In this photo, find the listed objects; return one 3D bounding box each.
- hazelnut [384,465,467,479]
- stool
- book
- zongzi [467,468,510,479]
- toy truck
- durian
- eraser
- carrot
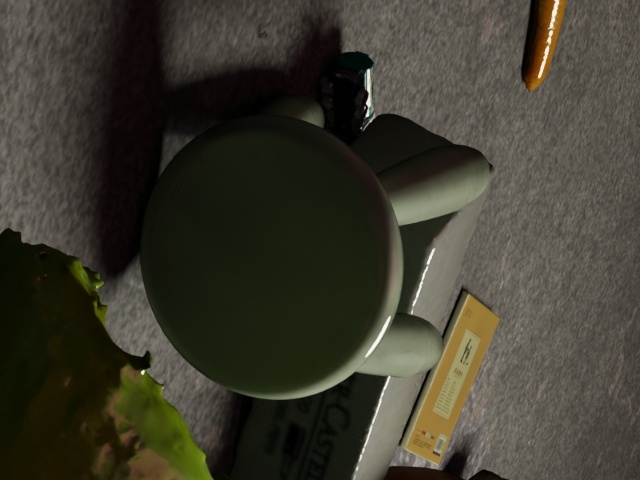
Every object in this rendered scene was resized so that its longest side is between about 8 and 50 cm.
[{"bbox_3d":[0.055,0.376,1.708,0.372,0.315,0.372,-40,179,-1],"label":"hazelnut"},{"bbox_3d":[0.000,0.000,1.412,0.199,0.195,0.195,-18,124,-63],"label":"stool"},{"bbox_3d":[0.135,0.145,2.034,0.172,0.012,0.118,-67,156,-6],"label":"book"},{"bbox_3d":[0.130,0.345,2.058,0.242,0.112,0.221,23,88,-65],"label":"zongzi"},{"bbox_3d":[0.025,-0.108,1.570,0.044,0.039,0.083,-52,153,-38],"label":"toy truck"},{"bbox_3d":[-0.173,0.194,1.170,0.339,0.204,0.256,-61,148,-12],"label":"durian"},{"bbox_3d":[0.026,0.077,1.581,0.077,0.111,0.352,-22,135,-55],"label":"eraser"},{"bbox_3d":[0.222,-0.226,1.907,0.037,0.037,0.190,-42,145,-47],"label":"carrot"}]
